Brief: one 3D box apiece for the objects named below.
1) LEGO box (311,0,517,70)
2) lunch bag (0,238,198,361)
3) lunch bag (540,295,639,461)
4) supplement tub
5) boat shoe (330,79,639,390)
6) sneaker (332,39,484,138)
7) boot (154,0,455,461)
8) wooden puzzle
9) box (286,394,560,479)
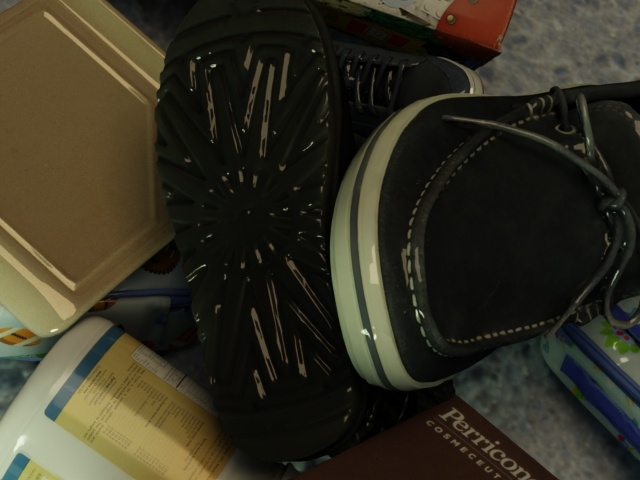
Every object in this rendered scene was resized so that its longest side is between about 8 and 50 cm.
[{"bbox_3d":[0.038,-0.439,1.375,0.372,0.193,0.500,17,87,-5],"label":"LEGO box"},{"bbox_3d":[-0.225,-0.033,1.238,0.303,0.115,0.243,2,61,-18],"label":"lunch bag"},{"bbox_3d":[0.298,0.099,1.307,0.176,0.090,0.219,-28,59,-25],"label":"lunch bag"},{"bbox_3d":[-0.123,0.162,1.133,0.199,0.144,0.144,35,58,0],"label":"supplement tub"},{"bbox_3d":[0.167,-0.027,1.152,0.500,0.156,0.187,-23,104,-55],"label":"boat shoe"},{"bbox_3d":[0.006,-0.128,1.282,0.163,0.226,0.086,16,87,-40],"label":"sneaker"},{"bbox_3d":[-0.004,0.002,1.169,0.131,0.260,0.348,-8,82,20],"label":"boot"},{"bbox_3d":[-0.194,-0.066,1.176,0.221,0.044,0.238,41,56,8],"label":"wooden puzzle"},{"bbox_3d":[0.012,0.254,0.973,0.191,0.143,0.381,38,38,28],"label":"box"}]
